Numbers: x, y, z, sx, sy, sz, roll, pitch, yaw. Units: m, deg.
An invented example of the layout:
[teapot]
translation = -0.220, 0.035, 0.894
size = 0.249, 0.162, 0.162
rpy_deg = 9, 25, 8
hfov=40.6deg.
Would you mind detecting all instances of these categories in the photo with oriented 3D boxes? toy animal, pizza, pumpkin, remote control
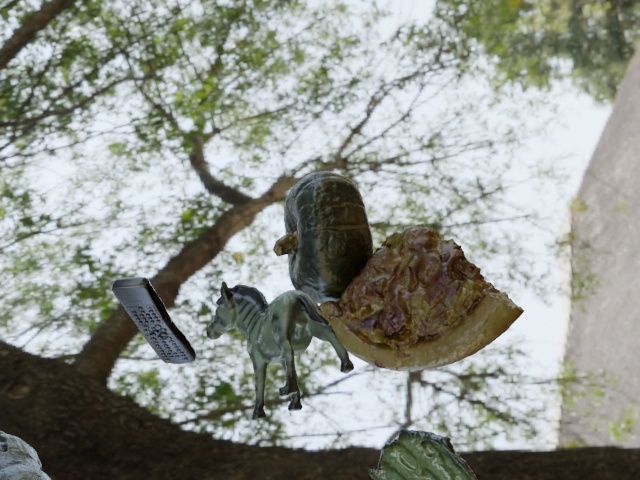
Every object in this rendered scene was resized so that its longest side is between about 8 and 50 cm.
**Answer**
[toy animal]
translation = -0.052, 0.103, 0.978
size = 0.073, 0.217, 0.176
rpy_deg = -3, -113, -32
[pizza]
translation = 0.170, 0.100, 1.535
size = 0.114, 0.409, 0.277
rpy_deg = 33, -113, -47
[pumpkin]
translation = -0.003, 0.001, 1.703
size = 0.260, 0.189, 0.260
rpy_deg = 171, 90, -80
[remote control]
translation = -0.239, 0.120, 1.257
size = 0.212, 0.059, 0.028
rpy_deg = 70, -164, -50

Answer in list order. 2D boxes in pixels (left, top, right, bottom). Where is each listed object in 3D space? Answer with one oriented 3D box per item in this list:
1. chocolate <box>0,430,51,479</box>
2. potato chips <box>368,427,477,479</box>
[chocolate]
translation = -0.394, 0.311, 1.078
size = 0.110, 0.248, 0.110
rpy_deg = -4, -80, -26
[potato chips]
translation = 0.100, 0.224, 0.669
size = 0.028, 0.092, 0.207
rpy_deg = 18, -159, -31
